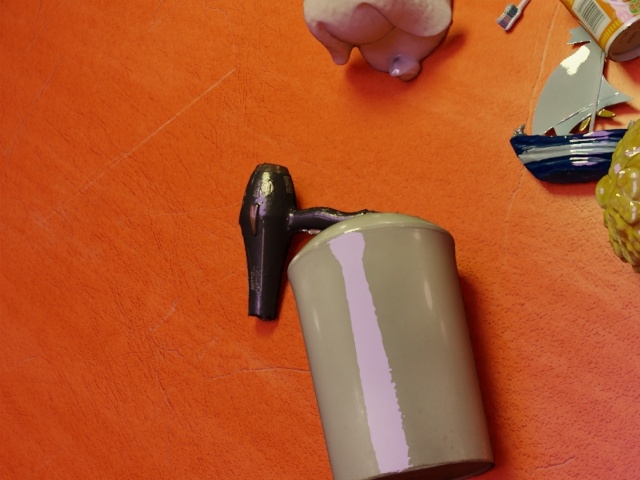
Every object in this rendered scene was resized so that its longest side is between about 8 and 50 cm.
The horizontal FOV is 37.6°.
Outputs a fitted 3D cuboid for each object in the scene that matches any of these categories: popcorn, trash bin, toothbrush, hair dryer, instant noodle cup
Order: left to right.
[{"bbox_3d":[0.000,0.000,1.763,0.359,0.120,0.304,-2,81,28],"label":"hair dryer"},{"bbox_3d":[0.108,0.167,1.489,0.280,0.280,0.432,-24,63,29],"label":"trash bin"},{"bbox_3d":[0.411,-0.503,1.664,0.030,0.030,0.304,40,97,40],"label":"toothbrush"},{"bbox_3d":[0.467,-0.393,1.500,0.168,0.168,0.185,-35,63,23],"label":"instant noodle cup"},{"bbox_3d":[0.514,-0.070,1.310,0.251,0.206,0.237,-30,39,5],"label":"popcorn"}]

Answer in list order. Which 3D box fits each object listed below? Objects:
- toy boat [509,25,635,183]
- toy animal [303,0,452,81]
[{"bbox_3d":[0.420,-0.237,1.534,0.220,0.067,0.291,-2,69,38],"label":"toy boat"},{"bbox_3d":[0.091,-0.425,1.727,0.271,0.265,0.206,-9,69,33],"label":"toy animal"}]
